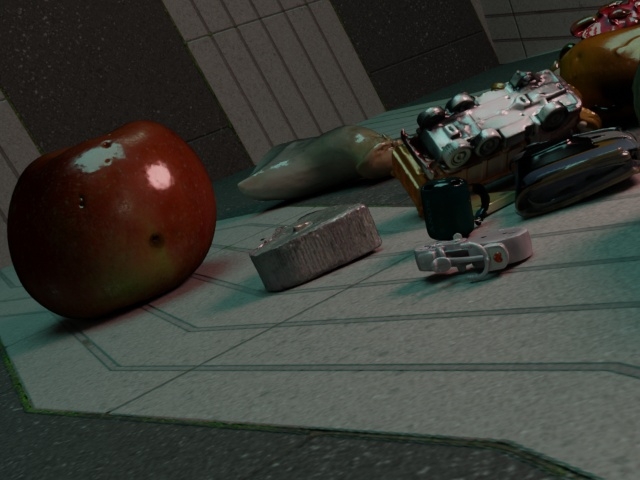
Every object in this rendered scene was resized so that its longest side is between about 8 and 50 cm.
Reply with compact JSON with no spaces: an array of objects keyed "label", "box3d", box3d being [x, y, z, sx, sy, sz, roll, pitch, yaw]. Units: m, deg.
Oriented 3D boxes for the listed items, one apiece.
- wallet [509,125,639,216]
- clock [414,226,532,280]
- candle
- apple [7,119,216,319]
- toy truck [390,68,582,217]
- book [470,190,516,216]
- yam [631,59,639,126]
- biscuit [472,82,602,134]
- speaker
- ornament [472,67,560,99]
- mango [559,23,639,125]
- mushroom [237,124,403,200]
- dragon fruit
[{"label":"wallet","box3d":[0.325,-0.104,1.221,0.170,0.069,0.231,-18,13,15]},{"label":"clock","box3d":[0.155,0.014,0.997,0.129,0.041,0.087,-9,11,30]},{"label":"candle","box3d":[0.000,0.000,1.300,0.168,0.068,0.192,-19,11,27]},{"label":"apple","box3d":[-0.343,-0.036,1.563,0.348,0.277,0.348,-19,10,3]},{"label":"toy truck","box3d":[0.242,-0.144,1.379,0.270,0.135,0.114,-23,55,-9]},{"label":"book","box3d":[0.210,-0.047,1.300,0.077,0.014,0.111,-24,11,-32]},{"label":"yam","box3d":[0.397,-0.124,0.853,0.195,0.195,0.300,-18,11,12]},{"label":"biscuit","box3d":[0.344,-0.208,1.567,0.240,0.158,0.035,5,65,51]},{"label":"speaker","box3d":[0.174,-0.042,1.174,0.094,0.075,0.060,-12,8,-13]},{"label":"ornament","box3d":[0.416,-0.256,1.733,0.285,0.121,0.130,-22,15,-1]},{"label":"mango","box3d":[0.523,-0.277,1.546,0.287,0.153,0.201,-8,4,40]},{"label":"mushroom","box3d":[0.023,-0.167,2.019,0.397,0.126,0.177,-12,23,37]},{"label":"dragon fruit","box3d":[0.598,-0.385,1.911,0.272,0.218,0.198,-25,-27,-1]}]
